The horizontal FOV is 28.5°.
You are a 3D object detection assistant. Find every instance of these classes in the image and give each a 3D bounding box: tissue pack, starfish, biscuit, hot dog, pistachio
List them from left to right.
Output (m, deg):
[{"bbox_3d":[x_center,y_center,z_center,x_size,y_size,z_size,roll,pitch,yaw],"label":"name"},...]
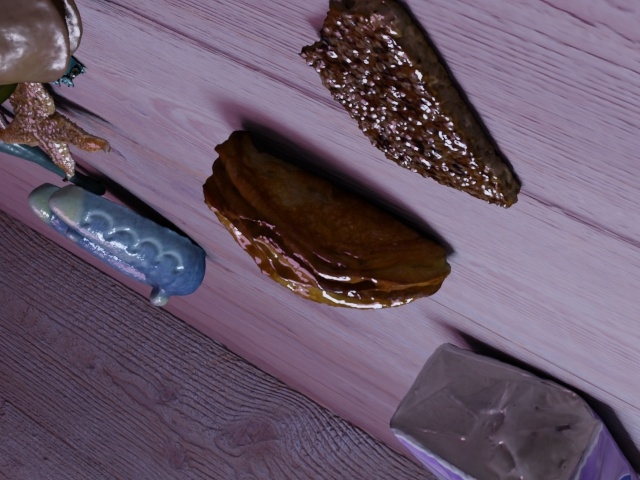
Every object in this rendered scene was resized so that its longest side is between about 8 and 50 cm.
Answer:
[{"bbox_3d":[-0.330,-0.228,1.084,0.260,0.163,0.213,16,157,-9],"label":"pistachio"},{"bbox_3d":[-0.404,-0.183,1.731,0.295,0.048,0.231,11,139,51],"label":"starfish"},{"bbox_3d":[-0.003,0.001,1.242,0.259,0.114,0.175,32,170,13],"label":"hot dog"},{"bbox_3d":[0.049,-0.099,0.875,0.131,0.026,0.237,23,166,37],"label":"biscuit"},{"bbox_3d":[0.261,0.278,1.578,0.242,0.160,0.338,25,166,34],"label":"tissue pack"}]

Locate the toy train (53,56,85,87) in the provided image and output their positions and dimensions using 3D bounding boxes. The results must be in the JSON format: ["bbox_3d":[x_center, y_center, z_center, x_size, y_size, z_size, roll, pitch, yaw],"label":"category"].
[{"bbox_3d":[-0.304,-0.201,1.463,0.045,0.029,0.092,48,165,-27],"label":"toy train"}]

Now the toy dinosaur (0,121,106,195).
[{"bbox_3d":[-0.583,-0.196,2.171,0.383,0.129,0.331,28,177,32],"label":"toy dinosaur"}]

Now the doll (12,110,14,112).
[{"bbox_3d":[-0.409,-0.188,1.807,0.057,0.039,0.114,13,179,-44],"label":"doll"}]

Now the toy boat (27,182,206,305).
[{"bbox_3d":[-0.352,0.013,2.186,0.330,0.123,0.215,30,167,-31],"label":"toy boat"}]

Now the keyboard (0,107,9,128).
[{"bbox_3d":[-0.474,-0.225,1.713,0.055,0.017,0.166,21,144,42],"label":"keyboard"}]

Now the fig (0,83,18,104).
[{"bbox_3d":[-0.395,-0.227,1.459,0.117,0.117,0.177,34,148,-1],"label":"fig"}]
